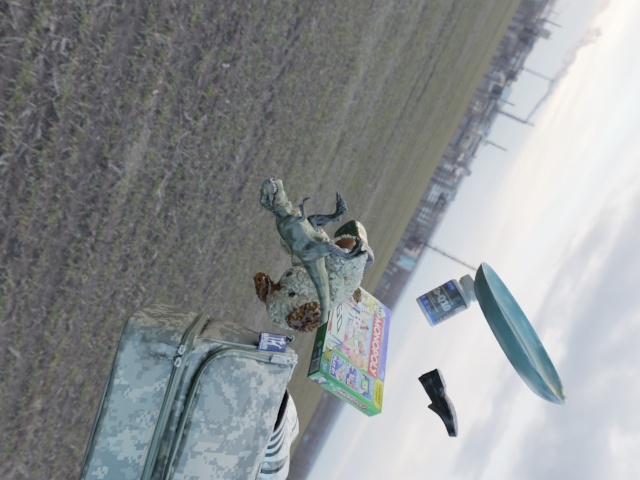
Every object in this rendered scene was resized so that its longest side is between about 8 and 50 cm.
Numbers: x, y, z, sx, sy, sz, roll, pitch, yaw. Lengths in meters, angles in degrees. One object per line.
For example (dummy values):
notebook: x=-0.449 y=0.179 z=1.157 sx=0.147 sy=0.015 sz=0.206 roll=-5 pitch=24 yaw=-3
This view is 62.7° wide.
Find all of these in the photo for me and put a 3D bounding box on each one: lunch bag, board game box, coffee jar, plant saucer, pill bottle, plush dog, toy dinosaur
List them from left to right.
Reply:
lunch bag: x=-0.192 y=0.261 z=0.803 sx=0.212 sy=0.255 sz=0.305 roll=175 pitch=-68 yaw=-82
plush dog: x=-0.023 y=0.105 z=1.154 sx=0.225 sy=0.262 sz=0.211 roll=-35 pitch=120 yaw=-22
toy dinosaur: x=0.000 y=0.000 z=0.818 sx=0.118 sy=0.268 sz=0.064 roll=-26 pitch=-154 yaw=-2
board game box: x=0.084 y=0.256 z=1.346 sx=0.046 sy=0.213 sz=0.317 roll=-35 pitch=-151 yaw=37
coffee jar: x=0.097 y=0.022 z=1.534 sx=0.096 sy=0.079 sz=0.184 roll=-37 pitch=-154 yaw=16
pill bottle: x=0.299 y=0.138 z=1.223 sx=0.137 sy=0.078 sz=0.078 roll=-29 pitch=172 yaw=6
plant saucer: x=0.398 y=0.190 z=1.071 sx=0.043 sy=0.318 sz=0.317 roll=-33 pitch=180 yaw=20

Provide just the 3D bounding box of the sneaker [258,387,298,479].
sneaker: x=-0.136 y=0.509 z=1.636 sx=0.447 sy=0.169 sz=0.258 roll=-99 pitch=-163 yaw=-74

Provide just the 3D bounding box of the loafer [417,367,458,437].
loafer: x=0.300 y=0.414 z=1.327 sx=0.061 sy=0.170 sz=0.062 roll=-23 pitch=156 yaw=18
